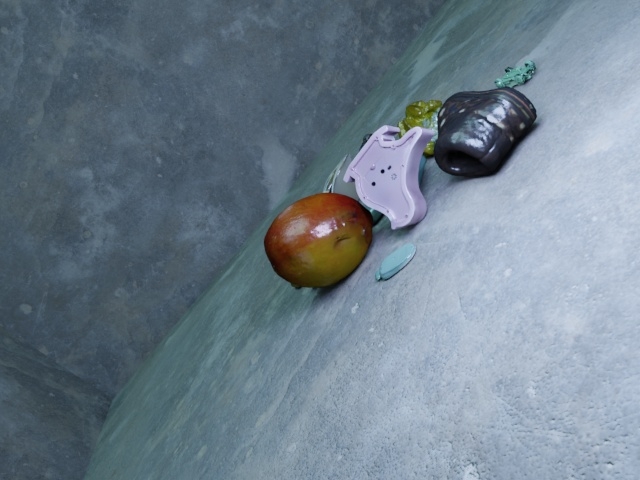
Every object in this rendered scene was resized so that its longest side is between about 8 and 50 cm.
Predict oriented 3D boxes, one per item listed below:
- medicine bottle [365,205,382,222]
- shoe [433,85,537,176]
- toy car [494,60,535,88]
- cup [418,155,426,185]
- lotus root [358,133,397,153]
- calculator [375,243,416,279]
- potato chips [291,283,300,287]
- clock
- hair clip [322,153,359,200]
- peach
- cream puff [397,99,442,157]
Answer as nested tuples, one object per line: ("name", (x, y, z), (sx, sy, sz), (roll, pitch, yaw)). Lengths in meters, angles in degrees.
("medicine bottle", (0.188, -0.102, 1.837), (0.208, 0.053, 0.090), (-51, 16, 0))
("shoe", (0.412, -0.293, 1.448), (0.237, 0.171, 0.384), (-50, 18, 0))
("toy car", (0.617, -0.518, 1.627), (0.073, 0.054, 0.143), (-49, 16, -5))
("cup", (0.276, -0.203, 1.710), (0.236, 0.148, 0.134), (-57, -10, -40))
("lotus root", (0.240, -0.330, 2.060), (0.175, 0.175, 0.350), (-43, 20, 24))
("calculator", (0.207, 0.062, 1.445), (0.153, 0.021, 0.095), (-37, 19, 29))
("potato chips", (-0.057, 0.101, 2.058), (0.202, 0.049, 0.150), (-48, 19, -17))
("clock", (0.235, -0.203, 1.512), (0.080, 0.275, 0.290), (-9, -37, -47))
("hair clip", (0.097, -0.196, 2.160), (0.113, 0.172, 0.282), (-4, 59, 58))
("peach", (0.000, -0.002, 1.685), (0.372, 0.372, 0.290), (-35, 56, 44))
("cream puff", (0.371, -0.411, 1.844), (0.221, 0.194, 0.194), (-50, 15, -15))
